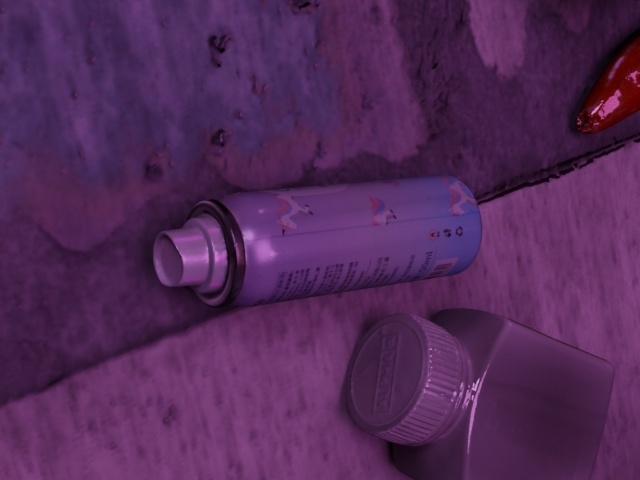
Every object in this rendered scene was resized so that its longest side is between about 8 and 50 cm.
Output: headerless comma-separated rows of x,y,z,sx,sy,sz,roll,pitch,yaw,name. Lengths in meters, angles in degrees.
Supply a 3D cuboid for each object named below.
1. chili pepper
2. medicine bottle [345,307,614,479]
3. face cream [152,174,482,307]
0.314,-0.164,0.966,0.272,0.063,0.071,-29,97,-27,chili pepper
0.117,0.121,0.826,0.188,0.088,0.132,24,79,-34,medicine bottle
0.000,0.000,0.745,0.229,0.075,0.075,-7,97,-35,face cream
